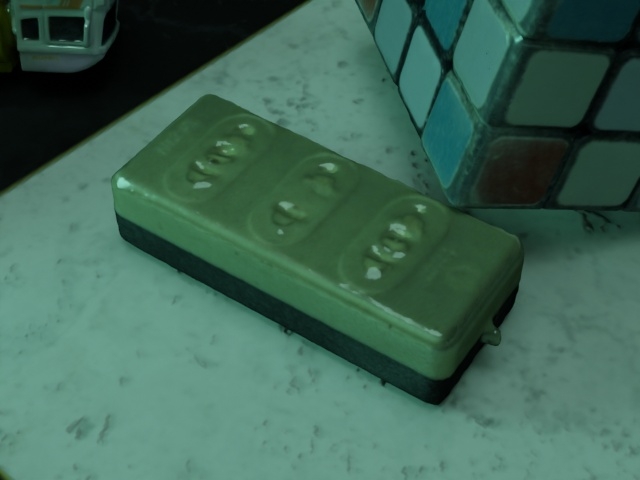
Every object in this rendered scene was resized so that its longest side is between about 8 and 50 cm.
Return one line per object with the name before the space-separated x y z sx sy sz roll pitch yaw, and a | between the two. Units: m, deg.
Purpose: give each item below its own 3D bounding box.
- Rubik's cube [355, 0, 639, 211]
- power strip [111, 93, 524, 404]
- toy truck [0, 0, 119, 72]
Rubik's cube | 0.191 -0.189 0.746 0.256 0.259 0.253 -1 47 -20
power strip | 0.000 0.000 0.730 0.256 0.070 0.105 27 54 20
toy truck | -0.256 -0.177 0.857 0.226 0.114 0.098 2 27 0
